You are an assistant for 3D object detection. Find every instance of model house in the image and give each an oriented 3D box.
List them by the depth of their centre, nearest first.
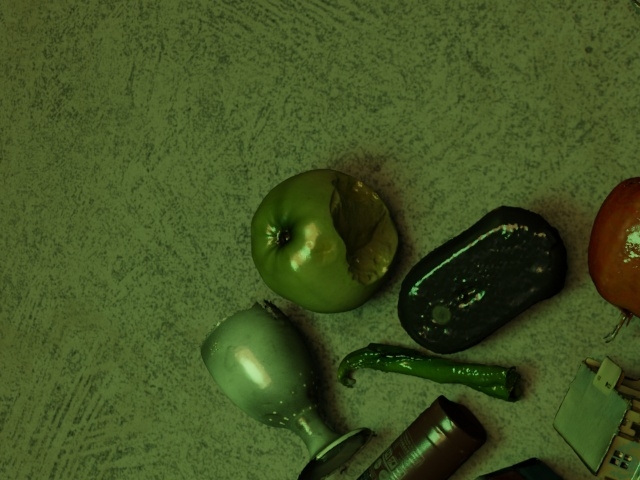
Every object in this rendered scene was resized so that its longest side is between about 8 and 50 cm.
[{"bbox_3d":[0.510,0.298,1.684,0.206,0.271,0.178,24,94,-6],"label":"model house"}]

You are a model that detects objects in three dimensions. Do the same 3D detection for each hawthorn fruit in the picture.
[{"bbox_3d":[0.515,0.038,1.699,0.211,0.211,0.299,29,110,28],"label":"hawthorn fruit"}]

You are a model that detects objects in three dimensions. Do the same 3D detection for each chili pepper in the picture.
[{"bbox_3d":[0.188,0.235,1.936,0.359,0.085,0.076,2,48,34],"label":"chili pepper"}]

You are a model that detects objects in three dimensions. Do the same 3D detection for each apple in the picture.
[{"bbox_3d":[0.000,0.000,1.967,0.279,0.279,0.279,-3,84,29],"label":"apple"}]

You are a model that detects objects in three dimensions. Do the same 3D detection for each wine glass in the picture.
[{"bbox_3d":[-0.069,0.279,2.008,0.190,0.190,0.357,-48,64,17],"label":"wine glass"}]

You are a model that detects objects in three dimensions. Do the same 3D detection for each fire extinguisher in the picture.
[{"bbox_3d":[0.139,0.421,1.922,0.337,0.114,0.135,-49,31,16],"label":"fire extinguisher"}]

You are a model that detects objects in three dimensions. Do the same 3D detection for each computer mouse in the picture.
[{"bbox_3d":[0.276,0.068,1.859,0.323,0.116,0.183,-36,97,23],"label":"computer mouse"}]

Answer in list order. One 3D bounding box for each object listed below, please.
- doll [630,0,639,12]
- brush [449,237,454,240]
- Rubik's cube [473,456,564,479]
[{"bbox_3d":[0.588,-0.400,1.773,0.194,0.062,0.104,34,103,21],"label":"doll"},{"bbox_3d":[0.323,0.032,1.910,0.205,0.011,0.083,-2,83,28],"label":"brush"},{"bbox_3d":[0.322,0.564,1.683,0.313,0.318,0.316,39,103,26],"label":"Rubik's cube"}]
